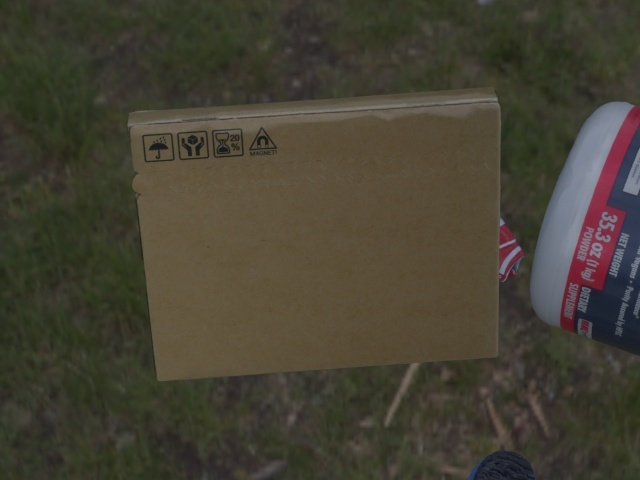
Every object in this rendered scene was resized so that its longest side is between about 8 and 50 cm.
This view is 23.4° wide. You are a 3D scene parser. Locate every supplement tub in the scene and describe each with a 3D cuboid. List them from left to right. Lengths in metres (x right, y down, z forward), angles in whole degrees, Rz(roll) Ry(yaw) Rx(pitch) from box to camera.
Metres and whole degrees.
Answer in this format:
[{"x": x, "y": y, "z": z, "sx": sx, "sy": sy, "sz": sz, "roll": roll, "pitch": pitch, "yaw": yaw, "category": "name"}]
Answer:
[{"x": 0.319, "y": 0.015, "z": 1.215, "sx": 0.272, "sy": 0.191, "sz": 0.191, "roll": 19, "pitch": 56, "yaw": 16, "category": "supplement tub"}]

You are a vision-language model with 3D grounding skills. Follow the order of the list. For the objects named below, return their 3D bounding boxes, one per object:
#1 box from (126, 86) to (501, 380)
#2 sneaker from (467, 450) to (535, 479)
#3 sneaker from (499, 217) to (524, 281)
[{"x": 0.000, "y": 0.000, "z": 0.864, "sx": 0.201, "sy": 0.164, "sz": 0.021, "roll": -4, "pitch": 28, "yaw": -2, "category": "box"}, {"x": 0.131, "y": 0.285, "z": 1.361, "sx": 0.069, "sy": 0.082, "sz": 0.209, "roll": 26, "pitch": 73, "yaw": 11, "category": "sneaker"}, {"x": 0.176, "y": 0.032, "z": 1.737, "sx": 0.067, "sy": 0.118, "sz": 0.042, "roll": 52, "pitch": 29, "yaw": 5, "category": "sneaker"}]
